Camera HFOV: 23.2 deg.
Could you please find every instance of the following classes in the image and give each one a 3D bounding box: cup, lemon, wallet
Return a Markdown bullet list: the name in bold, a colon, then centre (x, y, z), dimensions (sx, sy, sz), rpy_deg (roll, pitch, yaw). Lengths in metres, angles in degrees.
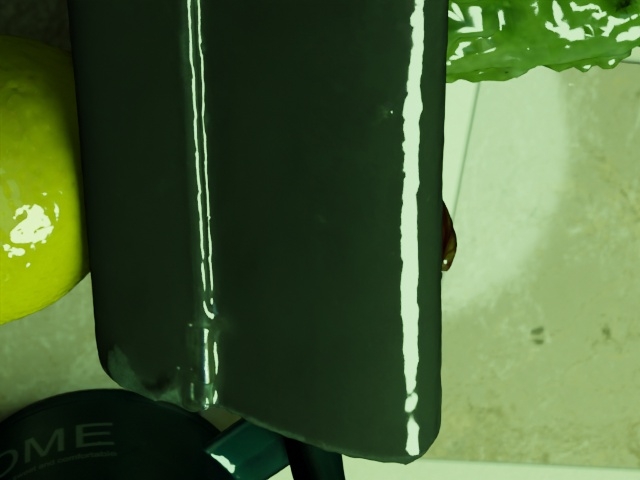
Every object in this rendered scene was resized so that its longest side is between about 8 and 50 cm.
- **cup**: centre (-0.117, 0.272, 1.062), dimensions (0.308, 0.292, 0.242), rpy_deg (-9, 114, -4)
- **lemon**: centre (-0.207, -0.042, 0.974), dimensions (0.203, 0.178, 0.178), rpy_deg (-43, 113, 14)
- **wallet**: centre (-0.037, -0.076, 0.833), dimensions (0.228, 0.062, 0.406), rpy_deg (12, 121, 21)

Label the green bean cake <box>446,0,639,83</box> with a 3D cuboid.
- **green bean cake**: centre (0.127, -0.249, 0.868), dimensions (0.335, 0.218, 0.319), rpy_deg (-10, 126, 15)

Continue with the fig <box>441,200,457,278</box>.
- **fig**: centre (0.000, -0.001, 1.030), dimensions (0.205, 0.205, 0.205), rpy_deg (-3, 114, -8)
